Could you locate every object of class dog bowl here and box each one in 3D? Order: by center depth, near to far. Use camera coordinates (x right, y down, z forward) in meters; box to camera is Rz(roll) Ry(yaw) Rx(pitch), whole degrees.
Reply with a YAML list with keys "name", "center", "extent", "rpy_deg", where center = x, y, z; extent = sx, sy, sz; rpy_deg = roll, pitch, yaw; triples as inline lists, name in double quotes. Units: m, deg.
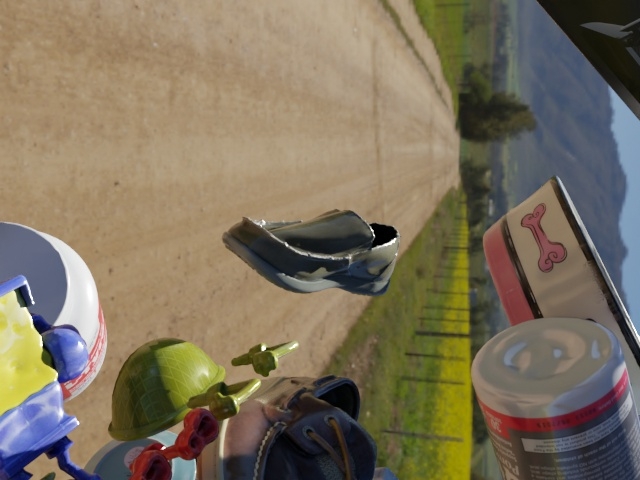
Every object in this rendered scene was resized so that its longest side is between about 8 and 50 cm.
- name: "dog bowl"
  center: [0.398, 0.110, 1.156]
  extent: [0.408, 0.150, 0.408]
  rpy_deg: [51, 23, -32]

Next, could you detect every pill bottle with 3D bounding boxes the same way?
- name: "pill bottle"
  center: [0.310, 0.270, 0.896]
  extent: [0.176, 0.176, 0.319]
  rpy_deg: [-62, 135, -63]
- name: "pill bottle"
  center: [-0.442, 0.119, 1.074]
  extent: [0.408, 0.228, 0.229]
  rpy_deg: [126, -28, -68]

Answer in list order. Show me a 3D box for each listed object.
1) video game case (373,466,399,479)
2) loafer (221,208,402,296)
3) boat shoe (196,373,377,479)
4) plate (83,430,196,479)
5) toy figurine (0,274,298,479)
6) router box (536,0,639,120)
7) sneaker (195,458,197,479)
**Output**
- name: "video game case"
  center: [0.058, 0.305, 0.791]
  extent: [0.157, 0.143, 0.019]
  rpy_deg: [51, 43, -22]
- name: "loafer"
  center: [0.000, 0.000, 0.765]
  extent: [0.251, 0.094, 0.087]
  rpy_deg: [9, 111, -53]
- name: "boat shoe"
  center: [-0.014, 0.183, 0.619]
  extent: [0.342, 0.123, 0.123]
  rpy_deg: [-13, 89, -84]
- name: "plate"
  center: [-0.283, 0.358, 1.099]
  extent: [0.188, 0.188, 0.024]
  rpy_deg: [-74, 159, -47]
- name: "toy figurine"
  center: [-0.200, 0.086, 0.520]
  extent: [0.217, 0.191, 0.362]
  rpy_deg: [59, 33, -5]
- name: "router box"
  center: [0.317, -0.155, 0.468]
  extent: [0.308, 0.243, 0.081]
  rpy_deg: [36, 52, -29]
- name: "sneaker"
  center: [-0.214, 0.427, 1.317]
  extent: [0.092, 0.088, 0.225]
  rpy_deg: [-19, 114, -78]
